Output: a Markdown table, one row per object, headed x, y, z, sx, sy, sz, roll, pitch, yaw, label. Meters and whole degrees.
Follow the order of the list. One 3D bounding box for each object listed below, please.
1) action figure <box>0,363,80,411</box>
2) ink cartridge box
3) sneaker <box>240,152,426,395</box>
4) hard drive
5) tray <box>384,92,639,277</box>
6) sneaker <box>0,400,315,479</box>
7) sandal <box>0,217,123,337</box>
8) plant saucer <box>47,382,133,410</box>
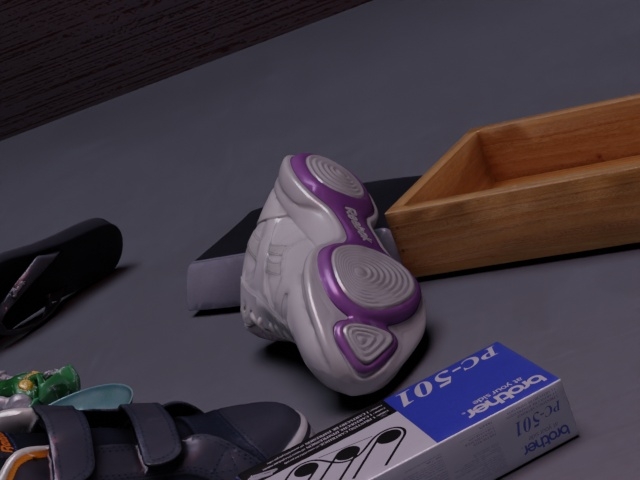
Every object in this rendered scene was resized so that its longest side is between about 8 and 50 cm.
| x | y | z | sx | sy | sz | roll | pitch | yaw | label |
| --- | --- | --- | --- | --- | --- | --- | --- | --- | --- |
| -0.328 | 0.154 | 1.421 | 0.232 | 0.063 | 0.137 | -14 | 15 | 14 | action figure |
| 0.056 | 0.141 | 1.005 | 0.207 | 0.046 | 0.097 | -25 | 19 | -13 | ink cartridge box |
| 0.002 | 0.053 | 1.286 | 0.152 | 0.114 | 0.305 | -59 | 21 | 23 | sneaker |
| 0.000 | 0.000 | 1.494 | 0.255 | 0.054 | 0.172 | -10 | 21 | 34 | hard drive |
| 0.282 | -0.065 | 1.324 | 0.411 | 0.076 | 0.203 | -9 | 20 | 34 | tray |
| -0.158 | 0.168 | 1.054 | 0.321 | 0.127 | 0.126 | -25 | 16 | -17 | sneaker |
| -0.313 | 0.049 | 1.679 | 0.054 | 0.097 | 0.254 | 29 | 47 | 34 | sandal |
| -0.212 | 0.162 | 1.312 | 0.119 | 0.021 | 0.119 | -20 | 18 | 7 | plant saucer |
